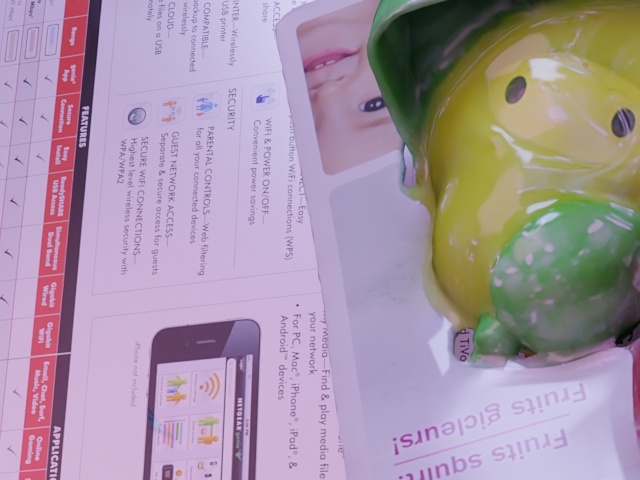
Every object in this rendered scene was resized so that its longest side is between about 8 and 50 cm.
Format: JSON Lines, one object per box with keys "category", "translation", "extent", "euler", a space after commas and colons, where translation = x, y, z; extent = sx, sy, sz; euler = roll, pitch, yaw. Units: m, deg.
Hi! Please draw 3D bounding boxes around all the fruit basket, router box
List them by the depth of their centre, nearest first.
{"category": "fruit basket", "translation": [0.149, -0.016, 0.544], "extent": [0.327, 0.165, 0.353], "euler": [-17, 39, 10]}
{"category": "router box", "translation": [0.000, 0.000, 0.761], "extent": [0.301, 0.082, 0.335], "euler": [-6, 63, 16]}
